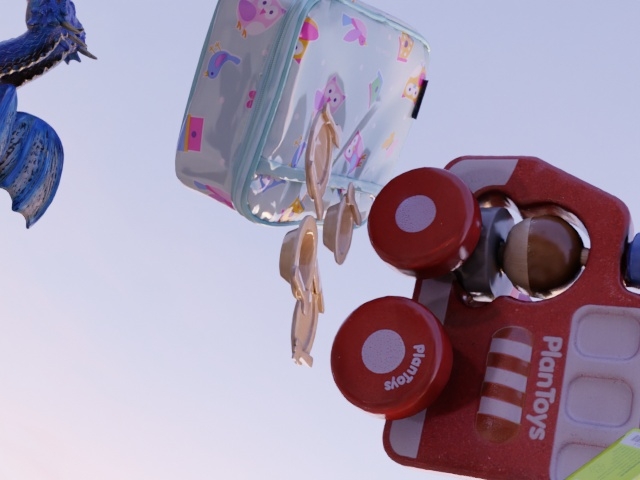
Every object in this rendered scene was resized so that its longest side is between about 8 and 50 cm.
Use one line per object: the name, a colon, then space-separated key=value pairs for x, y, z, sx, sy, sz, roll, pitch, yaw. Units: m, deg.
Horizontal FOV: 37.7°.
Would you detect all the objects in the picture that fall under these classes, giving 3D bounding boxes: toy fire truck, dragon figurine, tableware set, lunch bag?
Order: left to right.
dragon figurine: x=-0.236 y=-0.060 z=0.646 sx=0.144 sy=0.289 sz=0.085 roll=-2 pitch=-23 yaw=9
lunch bag: x=-0.005 y=-0.115 z=0.879 sx=0.107 sy=0.279 sz=0.224 roll=22 pitch=-81 yaw=29
tableware set: x=0.000 y=0.000 z=0.652 sx=0.020 sy=0.169 sz=0.141 roll=7 pitch=-31 yaw=13
toy fire truck: x=0.169 y=0.069 z=0.802 sx=0.253 sy=0.302 sz=0.169 roll=4 pitch=-24 yaw=29

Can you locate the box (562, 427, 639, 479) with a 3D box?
box: x=0.188 y=0.219 z=0.569 sx=0.042 sy=0.109 sz=0.178 roll=7 pitch=-62 yaw=57

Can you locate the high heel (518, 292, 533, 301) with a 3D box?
high heel: x=0.203 y=0.122 z=1.060 sx=0.244 sy=0.117 sz=0.082 roll=-131 pitch=-153 yaw=-71
